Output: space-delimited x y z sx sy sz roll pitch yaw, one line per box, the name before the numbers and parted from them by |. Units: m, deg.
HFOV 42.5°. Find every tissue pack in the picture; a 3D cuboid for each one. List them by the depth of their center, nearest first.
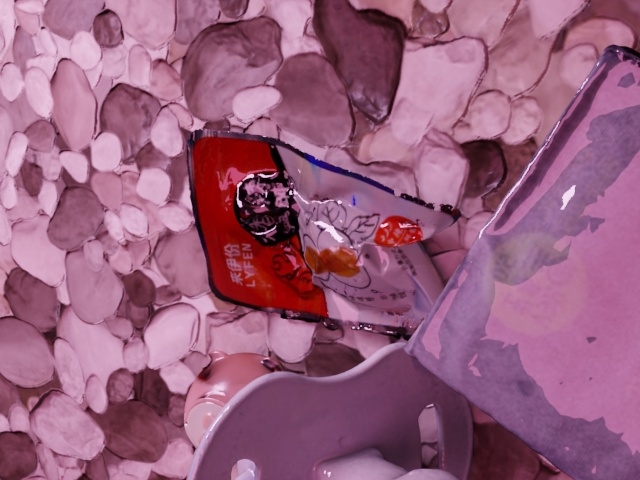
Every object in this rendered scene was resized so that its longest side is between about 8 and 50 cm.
tissue pack | 0.300 0.080 0.600 0.394 0.124 0.288 36 107 14

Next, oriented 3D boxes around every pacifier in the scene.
pacifier | 0.040 0.215 0.666 0.226 0.287 0.238 7 100 61

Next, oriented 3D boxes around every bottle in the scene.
bottle | -0.068 0.222 0.806 0.147 0.147 0.237 -1 99 26

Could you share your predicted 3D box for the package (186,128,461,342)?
package | 0.000 0.000 0.768 0.269 0.071 0.194 13 114 29
